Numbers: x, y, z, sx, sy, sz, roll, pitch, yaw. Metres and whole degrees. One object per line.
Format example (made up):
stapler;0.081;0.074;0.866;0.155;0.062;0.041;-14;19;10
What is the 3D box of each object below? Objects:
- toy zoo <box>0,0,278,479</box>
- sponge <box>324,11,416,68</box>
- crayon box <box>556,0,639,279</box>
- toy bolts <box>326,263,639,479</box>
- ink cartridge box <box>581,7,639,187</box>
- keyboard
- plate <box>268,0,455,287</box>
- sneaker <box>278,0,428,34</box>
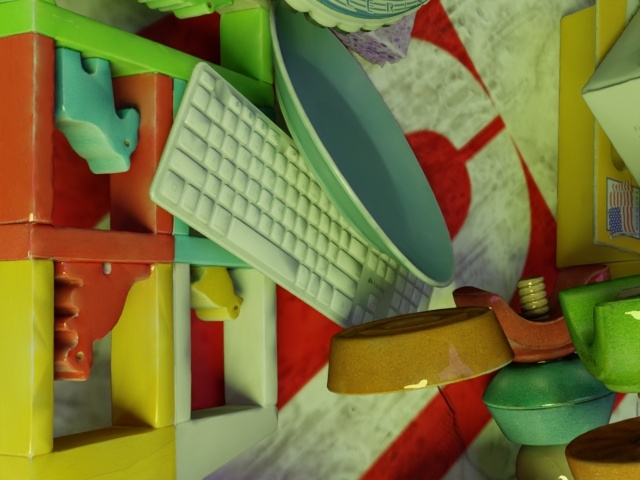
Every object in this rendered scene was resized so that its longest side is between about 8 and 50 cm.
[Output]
toy zoo;-0.080;0.000;0.461;0.192;0.030;0.293;7;82;-63
sponge;-0.017;-0.208;0.595;0.210;0.031;0.117;28;68;-30
crayon box;0.288;-0.063;0.767;0.323;0.083;0.203;12;76;-35
toy bolts;0.123;0.109;0.564;0.218;0.228;0.159;-11;91;4
ink cartridge box;0.348;-0.070;0.636;0.270;0.197;0.198;51;58;-19
keyboard;0.000;0.000;0.536;0.256;0.014;0.072;38;57;-49
plate;0.019;-0.052;0.554;0.188;0.024;0.188;50;21;-26
sneaker;0.001;-0.201;0.453;0.330;0.147;0.130;5;59;-56
